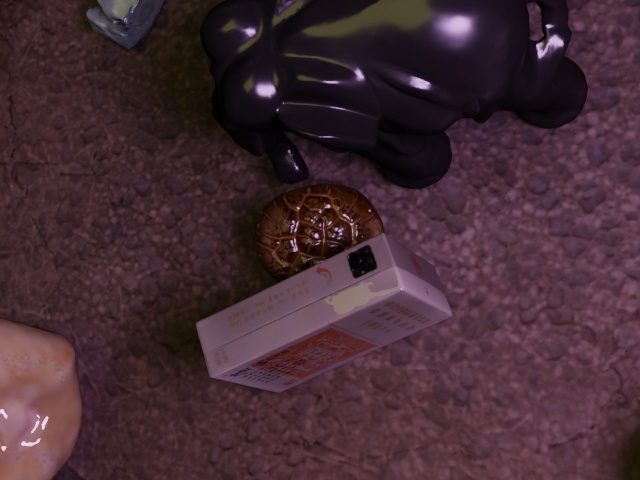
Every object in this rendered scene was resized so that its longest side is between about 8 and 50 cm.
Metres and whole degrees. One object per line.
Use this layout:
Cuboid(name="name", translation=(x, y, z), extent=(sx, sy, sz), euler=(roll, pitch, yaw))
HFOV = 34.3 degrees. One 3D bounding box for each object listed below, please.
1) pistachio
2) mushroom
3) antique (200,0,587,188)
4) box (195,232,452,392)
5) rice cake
Cuboid(name="pistachio", translation=(-0.391, 0.188, 1.087), extent=(0.308, 0.230, 0.230), euler=(-22, 73, 23))
Cuboid(name="mushroom", translation=(-0.001, -0.002, 1.005), extent=(0.126, 0.085, 0.109), euler=(-22, 69, 4))
Cuboid(name="antique", translation=(0.056, -0.156, 0.909), extent=(0.322, 0.255, 0.185), euler=(-20, 76, 18))
Cuboid(name="box", translation=(0.006, 0.073, 0.960), extent=(0.201, 0.141, 0.058), euler=(-25, 67, 17))
Cuboid(name="rice cake", translation=(-0.157, -0.371, 1.150), extent=(0.066, 0.063, 0.336), euler=(33, 95, 25))
